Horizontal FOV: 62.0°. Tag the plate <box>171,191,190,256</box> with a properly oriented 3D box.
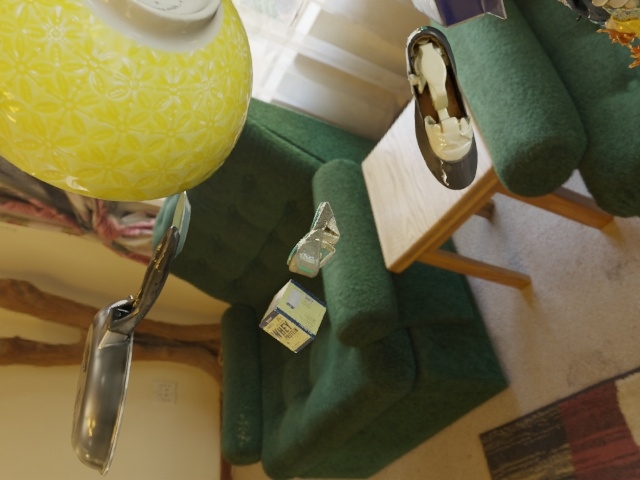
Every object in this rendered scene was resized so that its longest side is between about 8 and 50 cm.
[{"bbox_3d":[-0.350,-0.032,1.327,0.188,0.024,0.188,-168,90,-69],"label":"plate"}]

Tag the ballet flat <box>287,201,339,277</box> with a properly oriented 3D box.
[{"bbox_3d":[0.000,0.000,1.002,0.213,0.068,0.072,-62,-6,-54],"label":"ballet flat"}]

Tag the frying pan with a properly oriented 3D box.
[{"bbox_3d":[-0.213,0.133,0.547,0.326,0.053,0.197,-42,44,54],"label":"frying pan"}]

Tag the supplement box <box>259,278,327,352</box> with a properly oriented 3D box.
[{"bbox_3d":[-0.045,0.129,0.913,0.056,0.083,0.083,-46,11,38],"label":"supplement box"}]

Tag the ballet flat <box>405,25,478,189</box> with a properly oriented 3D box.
[{"bbox_3d":[0.144,-0.157,0.641,0.074,0.074,0.203,-4,102,62],"label":"ballet flat"}]

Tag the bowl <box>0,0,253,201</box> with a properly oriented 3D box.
[{"bbox_3d":[-0.170,-0.197,0.478,0.156,0.289,0.290,-33,49,48],"label":"bowl"}]

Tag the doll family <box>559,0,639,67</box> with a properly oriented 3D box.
[{"bbox_3d":[0.356,-0.281,0.635,0.263,0.163,0.118,51,123,51],"label":"doll family"}]

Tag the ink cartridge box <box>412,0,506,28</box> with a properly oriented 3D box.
[{"bbox_3d":[0.122,-0.433,0.673,0.072,0.304,0.307,-20,27,11],"label":"ink cartridge box"}]
